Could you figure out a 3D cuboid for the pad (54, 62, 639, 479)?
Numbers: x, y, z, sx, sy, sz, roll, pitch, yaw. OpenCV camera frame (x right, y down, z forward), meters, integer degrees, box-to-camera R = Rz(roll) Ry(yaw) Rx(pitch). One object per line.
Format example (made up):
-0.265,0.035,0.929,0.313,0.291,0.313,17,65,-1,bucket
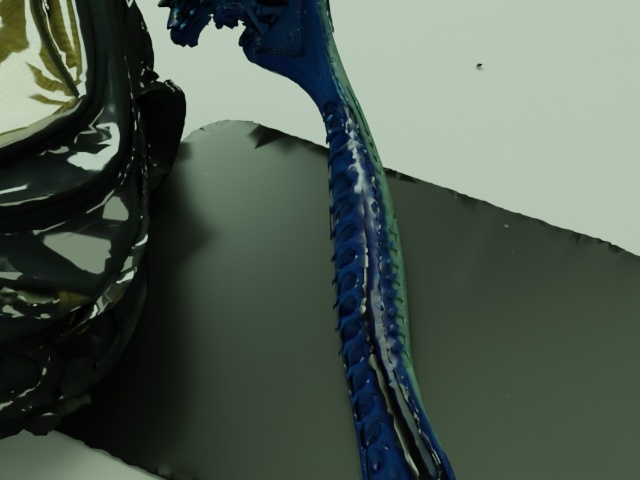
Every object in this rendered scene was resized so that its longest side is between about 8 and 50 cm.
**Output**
0.060,-0.001,0.738,0.250,0.055,0.323,21,43,19,pad

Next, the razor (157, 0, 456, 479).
0.010,0.001,0.680,0.056,0.093,0.324,6,52,-34,razor

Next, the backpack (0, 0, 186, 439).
-0.154,-0.030,0.691,0.206,0.133,0.258,-10,46,-5,backpack
